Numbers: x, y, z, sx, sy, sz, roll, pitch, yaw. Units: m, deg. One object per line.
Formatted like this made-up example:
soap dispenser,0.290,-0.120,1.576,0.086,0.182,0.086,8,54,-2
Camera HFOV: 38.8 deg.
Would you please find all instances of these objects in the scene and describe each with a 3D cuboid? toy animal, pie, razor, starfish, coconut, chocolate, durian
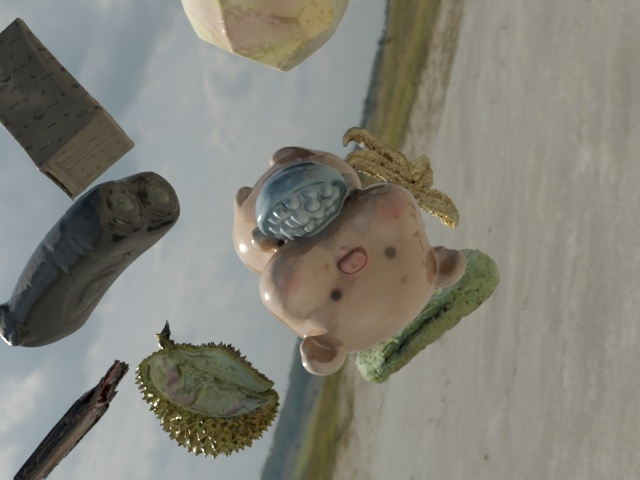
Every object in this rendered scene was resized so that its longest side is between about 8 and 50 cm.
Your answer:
toy animal,0.006,0.009,1.032,0.210,0.229,0.221,-41,14,-5
pie,0.180,0.129,1.606,0.323,0.070,0.323,-41,6,6
razor,-0.379,0.031,1.462,0.349,0.113,0.204,-44,-10,28
starfish,0.126,-0.087,1.337,0.071,0.238,0.216,-35,28,29
coconut,-0.069,-0.346,1.232,0.197,0.236,0.237,63,-144,-46
chocolate,-0.255,0.192,0.900,0.182,0.028,0.086,-49,-5,-8
durian,-0.183,0.239,1.381,0.193,0.237,0.138,-19,-44,-33

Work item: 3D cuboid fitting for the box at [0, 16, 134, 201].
box,-0.575,-0.272,1.907,0.190,0.297,0.225,-44,-14,-6
